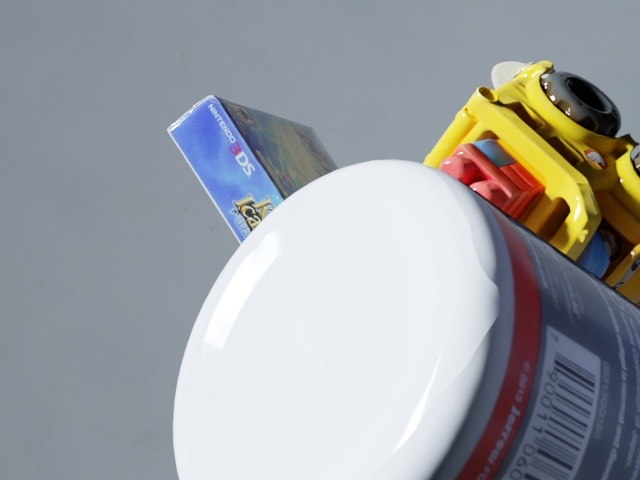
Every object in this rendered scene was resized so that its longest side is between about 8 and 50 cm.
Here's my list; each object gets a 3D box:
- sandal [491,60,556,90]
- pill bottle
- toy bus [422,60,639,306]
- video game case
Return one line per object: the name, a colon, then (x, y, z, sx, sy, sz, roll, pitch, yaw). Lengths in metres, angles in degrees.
sandal: (0.306, -0.197, 1.646, 0.088, 0.079, 0.240, -15, 48, -11)
pill bottle: (0.116, 0.122, 0.678, 0.210, 0.363, 0.210, -28, 46, 34)
toy bus: (0.183, -0.028, 0.996, 0.220, 0.211, 0.149, 46, 121, 17)
video game case: (0.000, 0.000, 1.139, 0.061, 0.244, 0.269, -36, 77, 14)
